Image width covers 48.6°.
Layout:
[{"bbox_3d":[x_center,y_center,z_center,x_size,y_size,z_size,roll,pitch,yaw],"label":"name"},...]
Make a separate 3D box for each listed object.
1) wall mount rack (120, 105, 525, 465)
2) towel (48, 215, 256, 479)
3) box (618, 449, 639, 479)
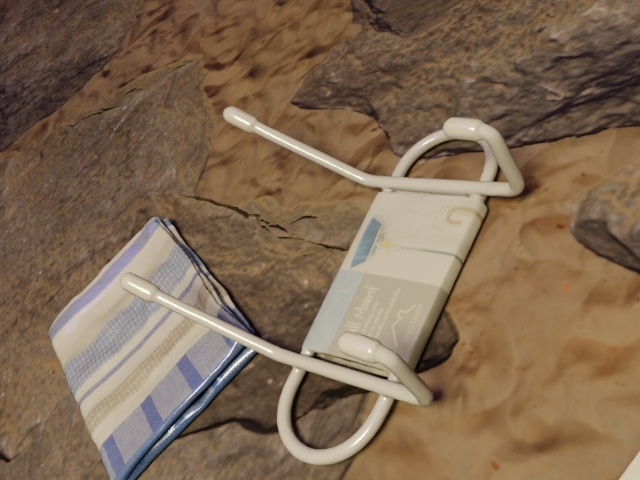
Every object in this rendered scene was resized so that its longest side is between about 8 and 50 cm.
[{"bbox_3d":[0.000,0.000,0.632,0.304,0.130,0.350,8,62,42],"label":"wall mount rack"},{"bbox_3d":[-0.197,0.103,0.776,0.209,0.034,0.285,-47,42,-2],"label":"towel"},{"bbox_3d":[0.240,0.157,0.320,0.181,0.119,0.182,-51,42,-8],"label":"box"}]
